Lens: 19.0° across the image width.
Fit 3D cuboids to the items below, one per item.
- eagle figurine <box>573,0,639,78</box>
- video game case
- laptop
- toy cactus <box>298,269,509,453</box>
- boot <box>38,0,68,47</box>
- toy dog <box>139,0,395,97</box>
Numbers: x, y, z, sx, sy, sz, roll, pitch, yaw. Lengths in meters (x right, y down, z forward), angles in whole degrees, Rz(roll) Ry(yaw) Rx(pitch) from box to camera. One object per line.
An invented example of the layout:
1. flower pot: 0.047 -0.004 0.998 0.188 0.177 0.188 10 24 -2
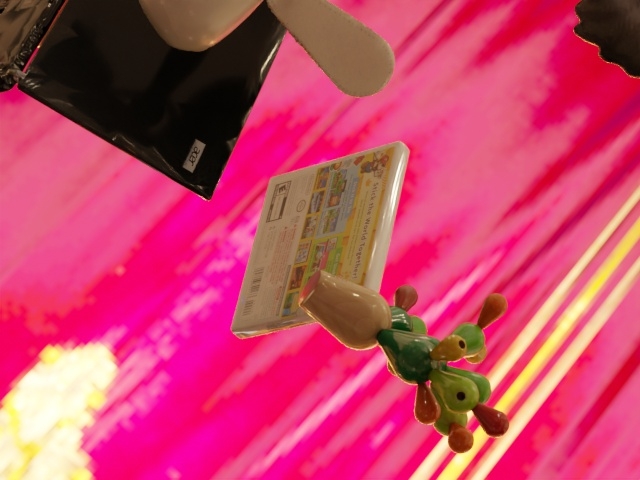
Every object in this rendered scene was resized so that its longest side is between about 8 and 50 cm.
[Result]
1. eagle figurine: 0.301 -0.233 1.198 0.225 0.226 0.298 51 -21 -14
2. video game case: 0.000 0.000 2.260 0.206 0.227 0.026 -14 -42 37
3. laptop: -0.190 -0.130 1.434 0.264 0.234 0.136 -11 -54 26
4. toy cactus: 0.071 0.077 1.535 0.180 0.112 0.219 31 17 -15
5. boot: -0.225 -0.319 1.817 0.211 0.295 0.104 23 11 -31
6. toy dog: 0.027 -0.215 1.395 0.161 0.333 0.220 94 -14 -59
